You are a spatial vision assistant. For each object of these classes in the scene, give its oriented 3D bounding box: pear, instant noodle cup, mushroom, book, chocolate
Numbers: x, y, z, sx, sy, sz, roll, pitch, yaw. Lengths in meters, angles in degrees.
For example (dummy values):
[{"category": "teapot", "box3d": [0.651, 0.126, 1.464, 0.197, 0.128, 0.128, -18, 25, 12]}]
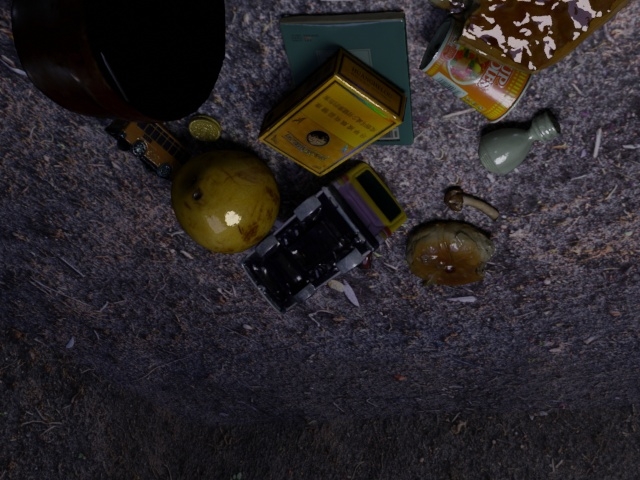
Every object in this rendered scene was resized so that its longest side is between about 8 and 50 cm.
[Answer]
[{"category": "pear", "box3d": [-0.242, -0.103, 1.754, 0.280, 0.281, 0.281, 7, 148, 4]}, {"category": "instant noodle cup", "box3d": [0.304, -0.348, 1.357, 0.185, 0.168, 0.168, 26, 145, -11]}, {"category": "mushroom", "box3d": [0.409, -0.086, 1.816, 0.187, 0.061, 0.060, 20, 142, -22]}, {"category": "book", "box3d": [0.070, -0.345, 1.523, 0.264, 0.031, 0.379, 2, 147, 11]}, {"category": "chocolate", "box3d": [-0.404, -0.410, 1.298, 0.331, 0.384, 0.384, 11, 151, 25]}]

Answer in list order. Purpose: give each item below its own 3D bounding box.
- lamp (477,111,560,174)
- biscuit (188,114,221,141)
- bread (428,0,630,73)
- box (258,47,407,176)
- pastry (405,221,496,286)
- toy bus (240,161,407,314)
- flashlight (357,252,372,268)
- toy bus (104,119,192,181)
[{"category": "lamp", "box3d": [0.449, -0.222, 1.558, 0.193, 0.106, 0.106, -28, 133, 31]}, {"category": "biscuit", "box3d": [-0.293, -0.283, 1.724, 0.084, 0.023, 0.084, 7, 148, 4]}, {"category": "bread", "box3d": [0.314, -0.474, 1.112, 0.370, 0.192, 0.314, 27, 149, -17]}, {"category": "box", "box3d": [0.021, -0.275, 1.537, 0.192, 0.084, 0.301, 30, 144, -25]}, {"category": "pastry", "box3d": [0.366, 0.046, 1.970, 0.235, 0.121, 0.257, 11, 147, -2]}, {"category": "toy bus", "box3d": [0.000, 0.000, 1.843, 0.209, 0.249, 0.440, 51, 134, 0]}, {"category": "flashlight", "box3d": [0.042, 0.031, 2.066, 0.231, 0.093, 0.093, 7, 148, 9]}, {"category": "toy bus", "box3d": [-0.432, -0.248, 1.730, 0.098, 0.114, 0.201, 20, 162, 46]}]
